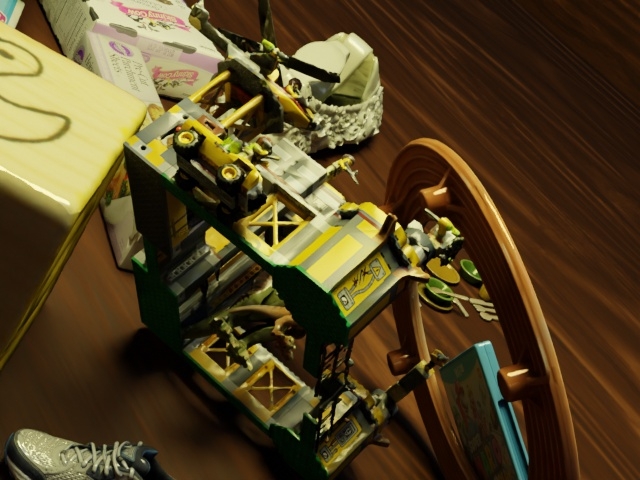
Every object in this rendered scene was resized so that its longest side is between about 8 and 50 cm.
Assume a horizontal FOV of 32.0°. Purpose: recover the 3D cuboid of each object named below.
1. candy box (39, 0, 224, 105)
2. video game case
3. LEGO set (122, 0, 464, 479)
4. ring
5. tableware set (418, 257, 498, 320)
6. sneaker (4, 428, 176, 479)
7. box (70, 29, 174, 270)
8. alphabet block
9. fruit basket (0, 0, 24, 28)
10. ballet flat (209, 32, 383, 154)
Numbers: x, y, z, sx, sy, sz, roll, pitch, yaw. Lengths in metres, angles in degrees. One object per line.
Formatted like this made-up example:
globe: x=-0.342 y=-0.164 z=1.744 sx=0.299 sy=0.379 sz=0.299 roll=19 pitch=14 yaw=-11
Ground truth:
candy box: x=-0.224 y=-0.251 z=1.282 sx=0.165 sy=0.070 sz=0.196 roll=11 pitch=32 yaw=-38
video game case: x=0.133 y=0.166 z=0.846 sx=0.015 sy=0.119 sz=0.166 roll=-14 pitch=77 yaw=-10
LEGO set: x=0.000 y=0.000 z=0.796 sx=0.255 sy=0.331 sz=0.192 roll=34 pitch=61 yaw=27
ring: x=0.098 y=0.093 z=0.811 sx=0.032 sy=0.336 sz=0.336 roll=-15 pitch=42 yaw=-11
tableware set: x=0.143 y=0.043 z=1.241 sx=0.154 sy=0.024 sz=0.104 roll=12 pitch=32 yaw=-37
sneaker: x=-0.130 y=0.146 z=0.702 sx=0.135 sy=0.058 sz=0.052 roll=28 pitch=26 yaw=-10
box: x=-0.181 y=-0.090 z=1.055 sx=0.067 sy=0.063 sz=0.324 roll=17 pitch=29 yaw=-33
alphabet block: x=-0.254 y=-0.031 z=0.717 sx=0.197 sy=0.193 sz=0.192 roll=29 pitch=27 yaw=-9
fruit basket: x=-0.392 y=-0.415 z=1.102 sx=0.353 sy=0.166 sz=0.327 roll=54 pitch=27 yaw=-44
ballet flat: x=0.008 y=-0.186 z=1.366 sx=0.147 sy=0.147 sz=0.409 roll=36 pitch=25 yaw=6
